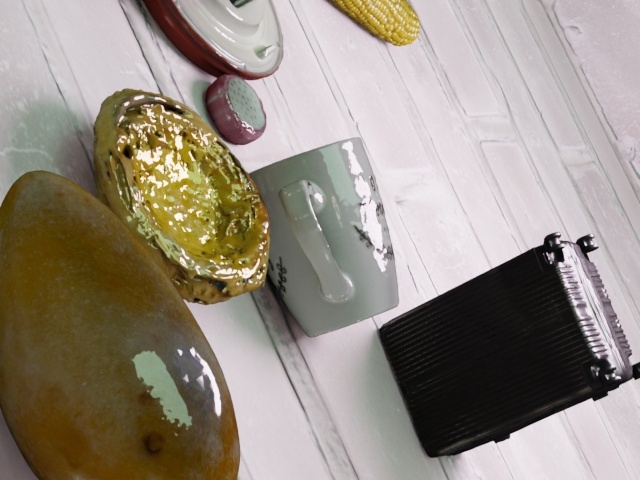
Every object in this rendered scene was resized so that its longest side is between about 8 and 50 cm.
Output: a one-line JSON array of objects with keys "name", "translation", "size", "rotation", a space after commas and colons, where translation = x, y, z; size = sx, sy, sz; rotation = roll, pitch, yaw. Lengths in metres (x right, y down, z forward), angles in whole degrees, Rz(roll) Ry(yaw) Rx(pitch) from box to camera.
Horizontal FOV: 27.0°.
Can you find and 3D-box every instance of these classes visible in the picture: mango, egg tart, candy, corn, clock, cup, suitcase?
[{"name": "mango", "translation": [-0.210, 0.114, 1.272], "size": [0.221, 0.199, 0.384], "rotation": [-16, 78, -61]}, {"name": "egg tart", "translation": [-0.177, -0.042, 1.586], "size": [0.291, 0.107, 0.291], "rotation": [34, 40, -35]}, {"name": "candy", "translation": [-0.119, -0.184, 1.879], "size": [0.103, 0.043, 0.103], "rotation": [44, 31, -35]}, {"name": "corn", "translation": [0.077, -0.443, 2.401], "size": [0.310, 0.101, 0.101], "rotation": [35, 37, -43]}, {"name": "clock", "translation": [-0.158, -0.377, 1.951], "size": [0.318, 0.080, 0.318], "rotation": [40, 35, -36]}, {"name": "cup", "translation": [0.000, 0.000, 1.738], "size": [0.258, 0.186, 0.234], "rotation": [1, 69, -83]}, {"name": "suitcase", "translation": [0.270, 0.155, 1.916], "size": [0.152, 0.335, 0.229], "rotation": [2, 64, -55]}]
